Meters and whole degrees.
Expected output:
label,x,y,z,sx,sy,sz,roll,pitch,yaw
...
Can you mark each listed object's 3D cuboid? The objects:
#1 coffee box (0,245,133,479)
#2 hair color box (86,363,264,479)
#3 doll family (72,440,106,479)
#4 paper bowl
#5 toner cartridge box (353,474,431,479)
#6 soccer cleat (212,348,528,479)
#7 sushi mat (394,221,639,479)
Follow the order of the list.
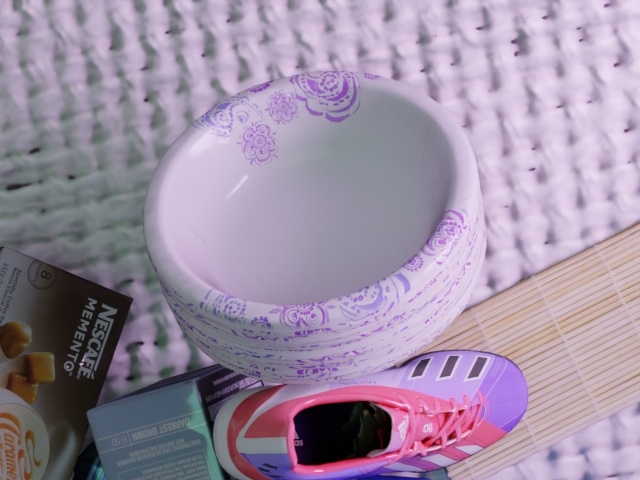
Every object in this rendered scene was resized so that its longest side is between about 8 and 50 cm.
label,x,y,z,sx,sy,sz,roll,pitch,yaw
coffee box,-0.289,0.144,1.456,0.141,0.098,0.246,26,75,-27
hair color box,-0.080,0.306,1.439,0.113,0.185,0.374,-17,89,15
doll family,-0.225,0.275,1.525,0.111,0.076,0.193,22,89,11
paper bowl,0.000,0.000,1.354,0.284,0.148,0.284,-6,51,8
toner cartridge box,0.042,0.309,1.346,0.075,0.348,0.165,4,91,9
soccer cleat,0.068,0.158,1.369,0.318,0.116,0.108,-4,91,-30
sushi mat,0.230,0.102,1.481,0.316,0.019,0.151,-28,88,8
